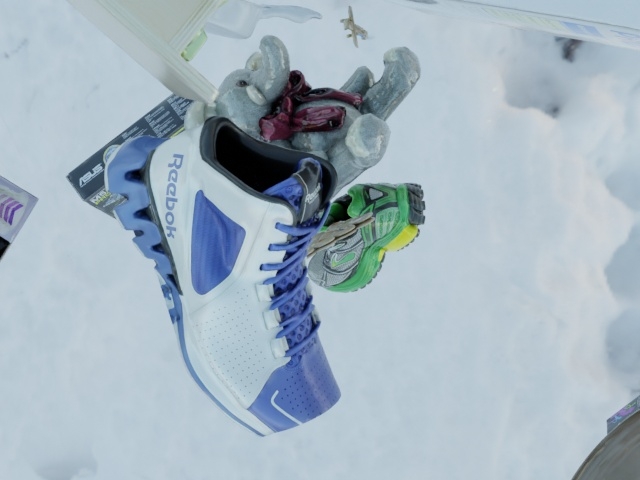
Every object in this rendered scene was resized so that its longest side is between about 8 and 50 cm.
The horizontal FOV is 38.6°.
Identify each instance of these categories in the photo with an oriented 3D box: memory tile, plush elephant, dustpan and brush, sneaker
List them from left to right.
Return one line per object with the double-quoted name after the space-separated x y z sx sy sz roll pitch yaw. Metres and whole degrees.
-0.105 -0.303 1.223 0.211 0.147 0.060 15 94 0 "dustpan and brush"
-0.054 0.020 0.829 0.316 0.182 0.127 61 37 -7 "sneaker"
-0.045 -0.196 1.390 0.255 0.330 0.272 36 48 -9 "plush elephant"
0.000 0.000 1.307 0.148 0.113 0.012 -29 99 -28 "memory tile"
0.048 -0.015 1.619 0.146 0.343 0.134 10 59 -19 "sneaker"

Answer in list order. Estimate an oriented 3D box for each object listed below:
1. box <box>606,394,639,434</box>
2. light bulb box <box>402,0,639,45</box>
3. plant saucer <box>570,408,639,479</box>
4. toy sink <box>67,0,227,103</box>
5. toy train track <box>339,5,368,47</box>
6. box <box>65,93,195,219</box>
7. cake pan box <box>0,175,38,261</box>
0.552 0.293 1.541 0.029 0.116 0.162 45 115 -1 "box"
0.240 -0.352 1.019 0.360 0.358 0.225 16 104 24 "light bulb box"
0.312 0.264 0.803 0.277 0.041 0.278 -9 109 -25 "plant saucer"
-0.183 -0.277 0.995 0.234 0.152 0.131 41 83 -27 "toy sink"
0.038 -0.244 1.063 0.014 0.083 0.048 -9 90 20 "toy train track"
-0.288 -0.148 1.614 0.270 0.216 0.060 -38 76 1 "box"
-0.425 0.077 1.002 0.070 0.267 0.246 33 51 -18 "cake pan box"
